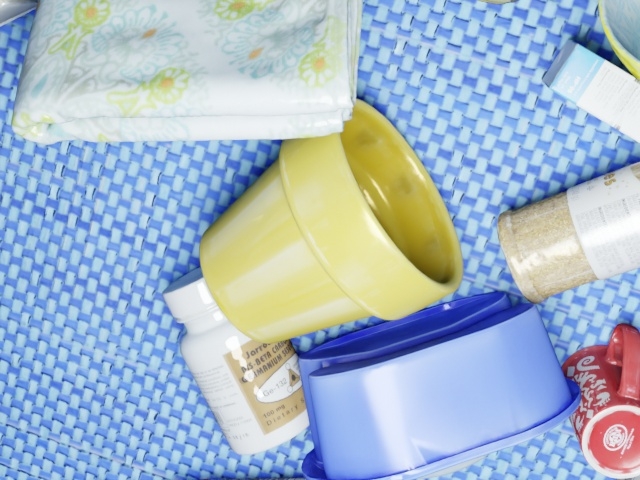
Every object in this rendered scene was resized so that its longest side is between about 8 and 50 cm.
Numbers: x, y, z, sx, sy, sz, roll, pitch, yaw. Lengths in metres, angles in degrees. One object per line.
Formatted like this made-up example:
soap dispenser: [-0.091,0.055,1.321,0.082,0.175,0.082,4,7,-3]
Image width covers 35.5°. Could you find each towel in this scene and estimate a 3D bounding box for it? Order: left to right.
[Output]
towel: [-0.133,-0.256,1.097,0.375,0.090,0.320,-1,59,9]

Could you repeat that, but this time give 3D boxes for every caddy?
caddy: [0.132,0.190,1.178,0.342,0.241,0.179,-17,96,-5]

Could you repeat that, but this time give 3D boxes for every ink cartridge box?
ink cartridge box: [0.349,-0.158,1.146,0.180,0.104,0.060,31,106,0]

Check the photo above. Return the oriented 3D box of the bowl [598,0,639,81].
bowl: [0.456,-0.233,1.071,0.290,0.289,0.156,-21,143,12]

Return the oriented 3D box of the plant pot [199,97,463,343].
plant pot: [0.000,0.000,1.164,0.239,0.254,0.254,-31,98,23]

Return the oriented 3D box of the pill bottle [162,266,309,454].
pill bottle: [-0.103,0.143,1.267,0.131,0.131,0.229,-24,100,13]

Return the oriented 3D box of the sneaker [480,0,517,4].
sneaker: [0.111,-0.433,1.068,0.158,0.182,0.410,-31,98,13]

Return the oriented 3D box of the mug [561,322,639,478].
mug: [0.344,0.190,1.200,0.113,0.169,0.150,-14,102,11]

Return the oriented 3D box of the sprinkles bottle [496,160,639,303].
sprinkles bottle: [0.385,-0.037,1.135,0.356,0.121,0.121,-22,100,22]

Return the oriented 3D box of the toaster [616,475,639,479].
toaster: [0.476,0.308,1.235,0.227,0.129,0.146,9,103,6]

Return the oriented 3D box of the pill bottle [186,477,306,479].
pill bottle: [-0.032,0.397,1.299,0.319,0.176,0.176,-3,104,8]

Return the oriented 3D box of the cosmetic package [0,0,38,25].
cosmetic package: [-0.474,-0.386,1.186,0.153,0.129,0.296,-21,100,11]
